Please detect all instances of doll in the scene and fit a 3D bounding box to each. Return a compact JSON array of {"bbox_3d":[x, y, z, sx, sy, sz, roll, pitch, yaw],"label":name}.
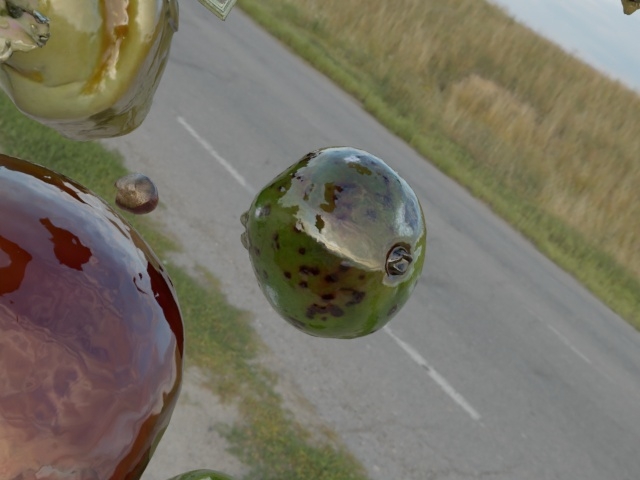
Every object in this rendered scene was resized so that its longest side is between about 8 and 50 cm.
[{"bbox_3d":[0.467,-0.362,1.094,0.062,0.051,0.093,25,0,-2],"label":"doll"}]

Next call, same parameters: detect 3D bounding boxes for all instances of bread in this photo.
[{"bbox_3d":[-0.273,-0.283,0.861,0.210,0.300,0.341,-11,-1,-5],"label":"bread"}]

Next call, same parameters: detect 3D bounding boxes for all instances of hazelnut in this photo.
[{"bbox_3d":[-0.289,0.116,0.536,0.359,0.409,0.359,38,21,-18],"label":"hazelnut"},{"bbox_3d":[-0.337,-0.083,1.371,0.086,0.086,0.086,31,19,-12],"label":"hazelnut"}]

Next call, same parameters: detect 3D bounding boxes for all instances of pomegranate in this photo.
[{"bbox_3d":[0.000,0.000,0.790,0.202,0.202,0.248,16,-4,-43],"label":"pomegranate"}]

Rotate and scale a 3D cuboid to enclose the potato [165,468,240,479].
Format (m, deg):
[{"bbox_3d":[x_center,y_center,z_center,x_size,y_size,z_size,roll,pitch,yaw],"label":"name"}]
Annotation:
[{"bbox_3d":[-0.085,0.284,0.538,0.149,0.253,0.186,-4,11,-12],"label":"potato"}]

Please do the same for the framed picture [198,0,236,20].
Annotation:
[{"bbox_3d":[-0.201,-0.517,1.233,0.252,0.197,0.014,33,-4,-34],"label":"framed picture"}]

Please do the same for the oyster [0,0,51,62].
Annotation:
[{"bbox_3d":[-0.300,-0.182,0.537,0.209,0.133,0.071,-4,74,-31],"label":"oyster"}]
